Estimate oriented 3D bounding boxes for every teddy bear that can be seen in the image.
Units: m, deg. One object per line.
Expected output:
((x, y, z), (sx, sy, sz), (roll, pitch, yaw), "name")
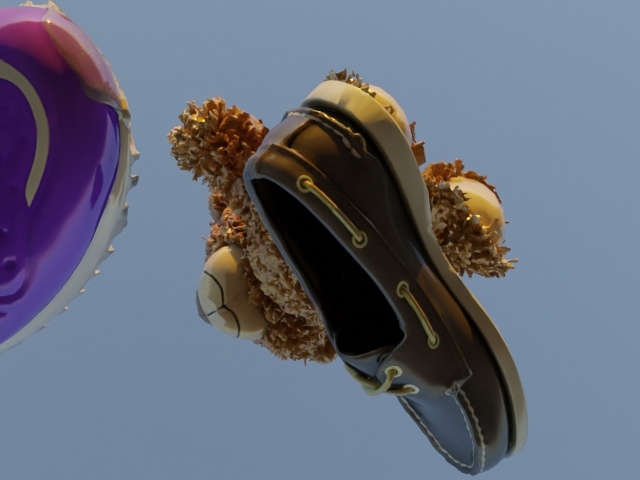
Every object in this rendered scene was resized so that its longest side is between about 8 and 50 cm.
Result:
((0.000, 0.000, 1.320), (0.245, 0.338, 0.113), (49, -121, -25), "teddy bear")

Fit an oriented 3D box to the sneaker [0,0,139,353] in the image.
((-0.192, 0.030, 0.652), (0.293, 0.146, 0.102), (-37, -95, 24), "sneaker")

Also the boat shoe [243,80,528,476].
((0.031, 0.033, 0.928), (0.068, 0.081, 0.228), (-42, -61, -28), "boat shoe")
